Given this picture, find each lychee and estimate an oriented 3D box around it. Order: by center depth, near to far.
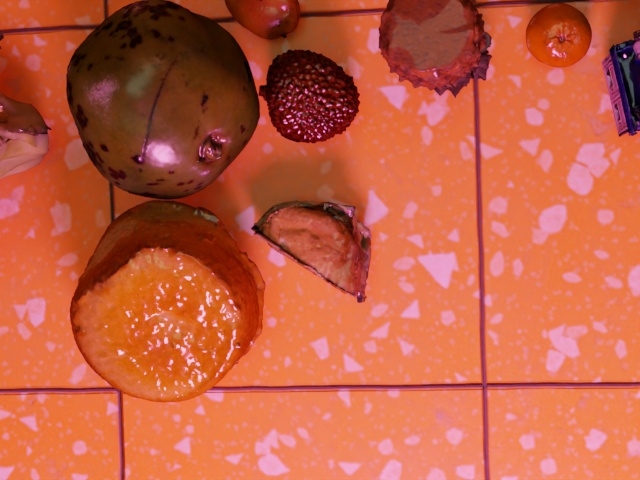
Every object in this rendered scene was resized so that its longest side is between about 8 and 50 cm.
[{"bbox_3d":[-0.014,-0.185,1.481,0.129,0.123,0.123,2,92,-21],"label":"lychee"}]

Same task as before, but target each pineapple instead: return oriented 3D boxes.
[{"bbox_3d":[0.147,-0.232,1.390,0.128,0.248,0.128,0,89,15],"label":"pineapple"}]

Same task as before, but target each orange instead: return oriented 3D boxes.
[{"bbox_3d":[0.302,-0.260,1.455,0.083,0.070,0.083,1,96,6],"label":"orange"}]

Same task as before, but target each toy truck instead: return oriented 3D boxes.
[{"bbox_3d":[0.489,-0.209,1.391,0.267,0.155,0.125,-12,90,5],"label":"toy truck"}]

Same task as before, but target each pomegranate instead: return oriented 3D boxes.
[{"bbox_3d":[-0.206,-0.186,1.450,0.254,0.254,0.270,-41,60,7],"label":"pomegranate"}]

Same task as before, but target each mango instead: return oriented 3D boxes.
[{"bbox_3d":[-0.079,-0.314,1.513,0.114,0.060,0.080,39,112,3],"label":"mango"}]

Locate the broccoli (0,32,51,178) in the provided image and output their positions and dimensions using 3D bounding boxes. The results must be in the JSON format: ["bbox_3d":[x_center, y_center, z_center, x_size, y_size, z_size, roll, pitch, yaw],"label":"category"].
[{"bbox_3d":[-0.514,-0.124,1.475,0.324,0.272,0.334,29,126,7],"label":"broccoli"}]

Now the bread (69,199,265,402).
[{"bbox_3d":[-0.195,0.088,1.479,0.268,0.146,0.269,3,112,7],"label":"bread"}]

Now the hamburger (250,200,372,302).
[{"bbox_3d":[0.007,-0.003,1.501,0.176,0.087,0.102,32,83,14],"label":"hamburger"}]
